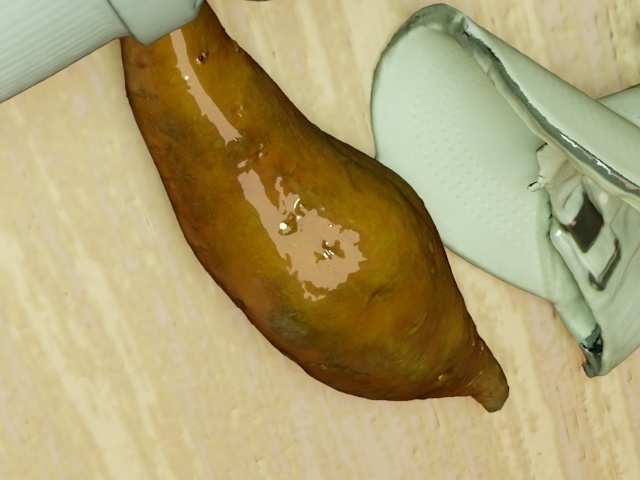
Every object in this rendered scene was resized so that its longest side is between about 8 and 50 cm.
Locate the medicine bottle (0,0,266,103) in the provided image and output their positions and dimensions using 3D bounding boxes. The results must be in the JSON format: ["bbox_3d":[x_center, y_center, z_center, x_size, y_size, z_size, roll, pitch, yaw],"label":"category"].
[{"bbox_3d":[-0.064,-0.203,0.685,0.306,0.245,0.245,-32,126,0],"label":"medicine bottle"}]

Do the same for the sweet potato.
[{"bbox_3d":[0.002,0.004,0.919,0.112,0.112,0.359,-47,130,1],"label":"sweet potato"}]

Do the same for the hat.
[{"bbox_3d":[0.175,-0.048,0.950,0.301,0.258,0.168,33,71,-19],"label":"hat"}]
